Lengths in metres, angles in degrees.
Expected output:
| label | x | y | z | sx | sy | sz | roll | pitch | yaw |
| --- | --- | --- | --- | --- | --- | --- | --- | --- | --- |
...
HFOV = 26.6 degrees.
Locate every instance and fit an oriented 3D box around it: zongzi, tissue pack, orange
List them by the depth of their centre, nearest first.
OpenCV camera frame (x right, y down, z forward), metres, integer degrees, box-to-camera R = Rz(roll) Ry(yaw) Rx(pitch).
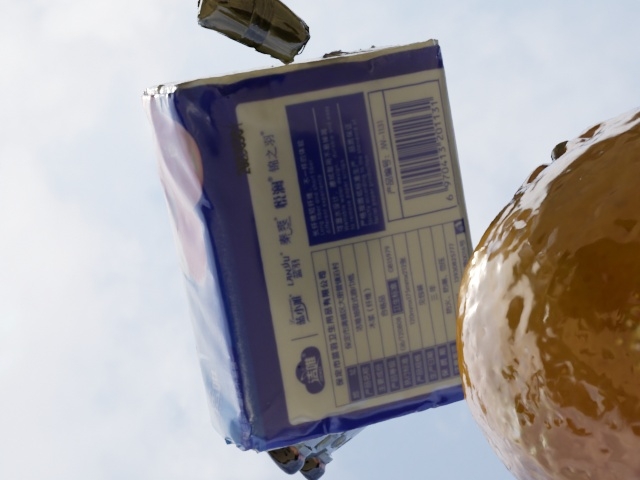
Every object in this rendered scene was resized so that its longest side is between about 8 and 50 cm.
| label | x | y | z | sx | sy | sz | roll | pitch | yaw |
| --- | --- | --- | --- | --- | --- | --- | --- | --- | --- |
| orange | 0.168 | 0.034 | 0.623 | 0.193 | 0.219 | 0.219 | 38 | -129 | 6 |
| zongzi | -0.046 | -0.157 | 0.895 | 0.076 | 0.040 | 0.083 | 24 | -152 | -25 |
| tissue pack | 0.000 | 0.000 | 0.995 | 0.209 | 0.269 | 0.137 | -13 | -171 | -14 |

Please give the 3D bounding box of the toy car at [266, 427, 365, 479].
| label | x | y | z | sx | sy | sz | roll | pitch | yaw |
| --- | --- | --- | --- | --- | --- | --- | --- | --- | --- |
| toy car | -0.017 | 0.148 | 1.612 | 0.180 | 0.270 | 0.212 | -39 | -108 | 1 |
